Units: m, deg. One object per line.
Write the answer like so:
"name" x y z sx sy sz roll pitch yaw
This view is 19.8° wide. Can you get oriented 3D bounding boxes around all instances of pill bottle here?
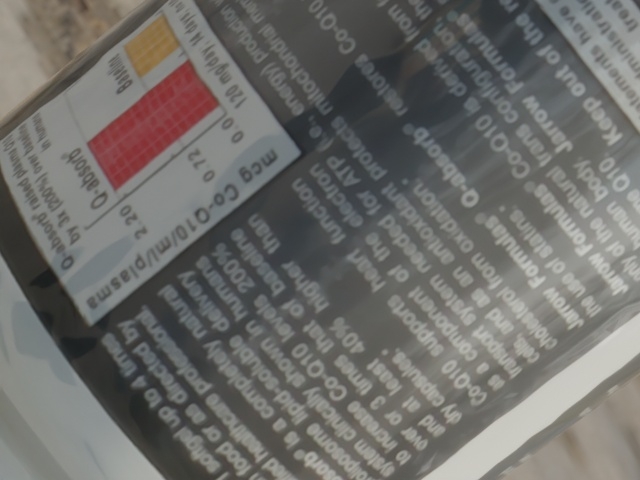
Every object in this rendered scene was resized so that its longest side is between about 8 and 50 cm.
"pill bottle" 0.000 0.000 0.488 0.162 0.278 0.162 51 7 -8
